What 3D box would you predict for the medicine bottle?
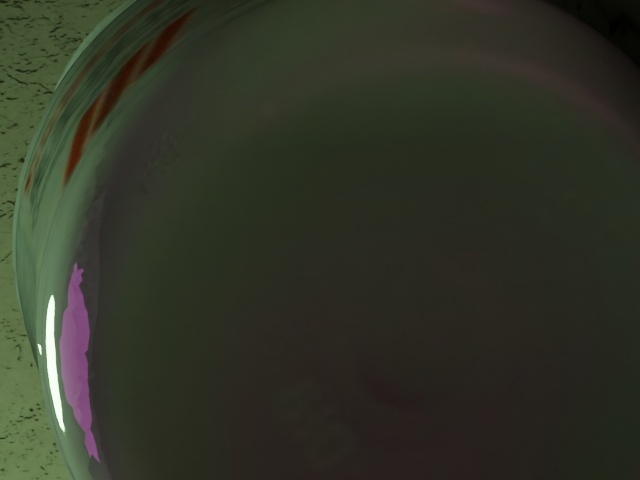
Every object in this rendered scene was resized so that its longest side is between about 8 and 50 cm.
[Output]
[{"bbox_3d":[0.000,0.000,0.803,0.325,0.256,0.256,-129,19,-71],"label":"medicine bottle"}]
